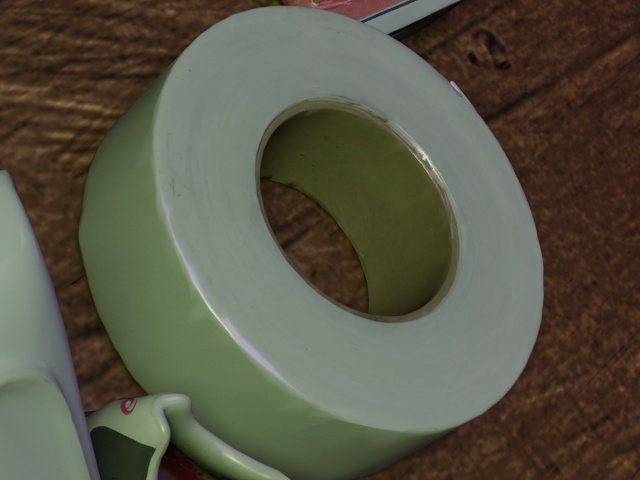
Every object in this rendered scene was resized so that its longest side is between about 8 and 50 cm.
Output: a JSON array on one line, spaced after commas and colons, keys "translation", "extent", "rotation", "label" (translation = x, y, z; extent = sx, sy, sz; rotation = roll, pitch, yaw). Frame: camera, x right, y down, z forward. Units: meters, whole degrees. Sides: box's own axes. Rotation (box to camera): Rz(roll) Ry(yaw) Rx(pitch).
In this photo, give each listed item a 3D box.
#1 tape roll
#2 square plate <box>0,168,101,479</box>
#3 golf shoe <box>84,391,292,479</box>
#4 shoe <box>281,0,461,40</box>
[{"translation": [0.000, 0.000, 0.974], "extent": [0.286, 0.100, 0.286], "rotation": [18, 55, -28], "label": "tape roll"}, {"translation": [-0.169, 0.206, 0.604], "extent": [0.049, 0.347, 0.344], "rotation": [12, 41, 24], "label": "square plate"}, {"translation": [-0.033, 0.192, 0.825], "extent": [0.273, 0.120, 0.105], "rotation": [44, 45, -10], "label": "golf shoe"}, {"translation": [0.041, -0.185, 1.138], "extent": [0.178, 0.063, 0.081], "rotation": [-29, 89, -39], "label": "shoe"}]
